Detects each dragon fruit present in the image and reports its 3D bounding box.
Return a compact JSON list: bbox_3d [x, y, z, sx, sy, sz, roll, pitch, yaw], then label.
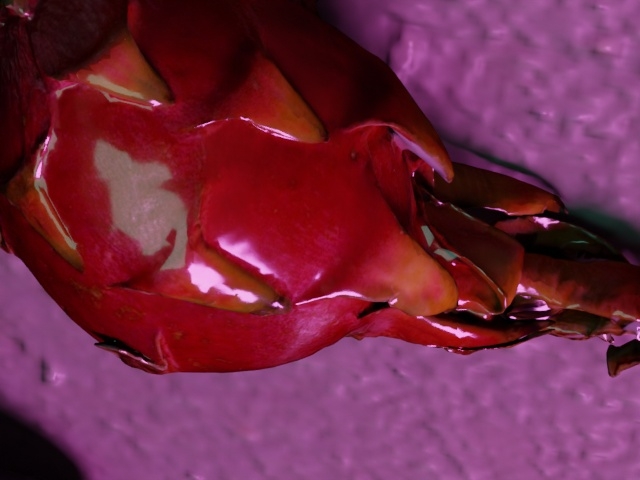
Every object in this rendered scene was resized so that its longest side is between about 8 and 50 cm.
[{"bbox_3d":[0.000,0.000,0.453,0.190,0.094,0.094,30,129,-22],"label":"dragon fruit"}]

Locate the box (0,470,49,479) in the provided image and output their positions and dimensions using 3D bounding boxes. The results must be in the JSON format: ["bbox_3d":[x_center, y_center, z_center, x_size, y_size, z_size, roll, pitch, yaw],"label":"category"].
[{"bbox_3d":[-0.241,0.106,0.507,0.350,0.058,0.211,16,138,-39],"label":"box"}]
